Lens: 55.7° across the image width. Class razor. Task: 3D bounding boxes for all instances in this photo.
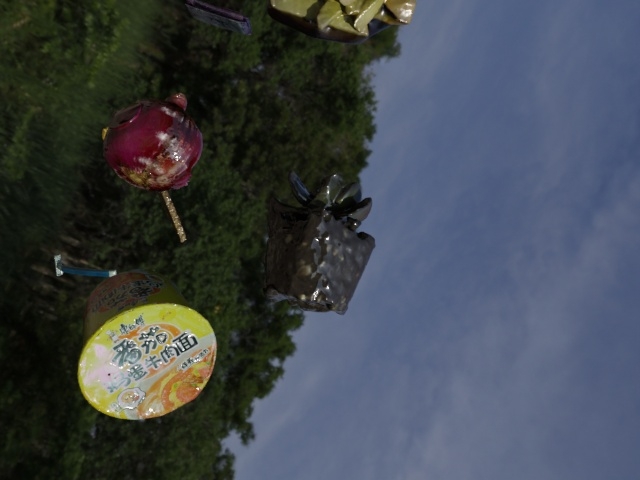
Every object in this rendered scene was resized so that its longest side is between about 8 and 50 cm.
[{"bbox_3d":[-0.700,0.088,1.793,0.037,0.191,0.068,-67,163,-64],"label":"razor"}]

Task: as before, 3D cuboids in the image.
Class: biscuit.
[{"bbox_3d":[-0.456,-0.106,1.811,0.026,0.237,0.131,-24,-175,-15],"label":"biscuit"}]

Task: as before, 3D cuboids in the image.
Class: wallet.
[{"bbox_3d":[-0.263,-0.584,1.582,0.111,0.166,0.030,-106,-146,-87],"label":"wallet"}]

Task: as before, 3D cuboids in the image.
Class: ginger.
[{"bbox_3d":[0.058,-0.751,1.688,0.211,0.413,0.358,124,-38,-64],"label":"ginger"}]

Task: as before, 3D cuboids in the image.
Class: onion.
[{"bbox_3d":[-0.284,-0.188,1.024,0.173,0.135,0.198,-11,-121,29],"label":"onion"}]

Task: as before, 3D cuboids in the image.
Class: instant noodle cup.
[{"bbox_3d":[-0.357,0.189,1.204,0.264,0.264,0.200,-58,-144,10],"label":"instant noodle cup"}]

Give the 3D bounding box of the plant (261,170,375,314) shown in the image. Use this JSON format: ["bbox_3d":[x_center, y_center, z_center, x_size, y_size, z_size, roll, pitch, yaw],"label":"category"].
[{"bbox_3d":[0.000,0.000,1.179,0.188,0.199,0.276,-13,-120,53],"label":"plant"}]

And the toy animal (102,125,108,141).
[{"bbox_3d":[-0.590,-0.337,1.858,0.159,0.070,0.083,-40,180,-30],"label":"toy animal"}]
